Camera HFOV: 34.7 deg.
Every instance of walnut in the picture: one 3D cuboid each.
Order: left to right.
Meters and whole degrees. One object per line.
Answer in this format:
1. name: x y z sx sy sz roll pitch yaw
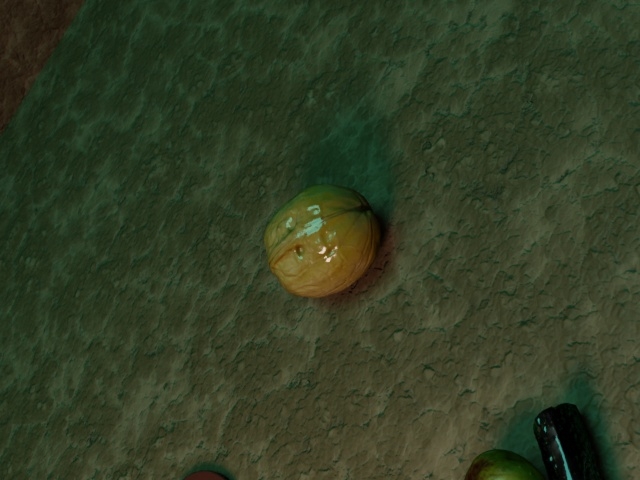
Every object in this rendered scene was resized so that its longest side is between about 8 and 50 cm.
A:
1. walnut: 0.000 0.000 1.851 0.225 0.193 0.193 -27 54 30

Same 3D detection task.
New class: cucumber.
1. cucumber: 0.359 0.348 1.422 0.074 0.074 0.242 -32 53 28

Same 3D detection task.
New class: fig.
1. fig: 0.264 0.373 1.459 0.153 0.120 0.136 64 162 17

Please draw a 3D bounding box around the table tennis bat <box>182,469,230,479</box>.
1. table tennis bat: -0.201 0.551 1.868 0.200 0.038 0.310 -54 44 9
